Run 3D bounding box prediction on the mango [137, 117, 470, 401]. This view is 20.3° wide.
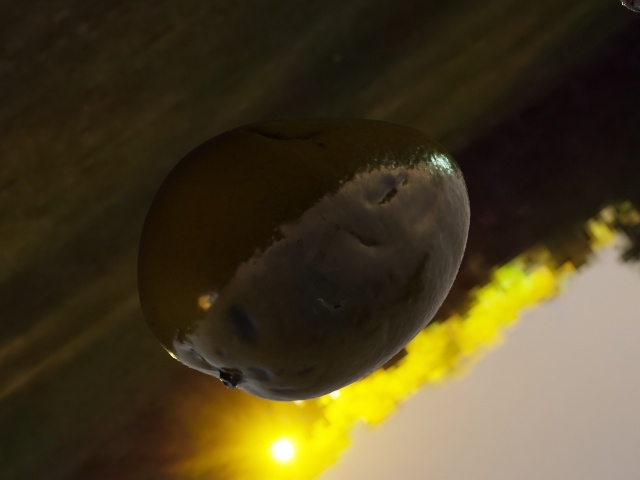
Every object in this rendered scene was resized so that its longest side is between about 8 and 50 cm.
[{"bbox_3d":[0.000,0.000,0.873,0.195,0.137,0.098,-31,-169,-33],"label":"mango"}]

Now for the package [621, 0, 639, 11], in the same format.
[{"bbox_3d":[0.337,-0.227,1.326,0.232,0.040,0.166,-7,147,4],"label":"package"}]
